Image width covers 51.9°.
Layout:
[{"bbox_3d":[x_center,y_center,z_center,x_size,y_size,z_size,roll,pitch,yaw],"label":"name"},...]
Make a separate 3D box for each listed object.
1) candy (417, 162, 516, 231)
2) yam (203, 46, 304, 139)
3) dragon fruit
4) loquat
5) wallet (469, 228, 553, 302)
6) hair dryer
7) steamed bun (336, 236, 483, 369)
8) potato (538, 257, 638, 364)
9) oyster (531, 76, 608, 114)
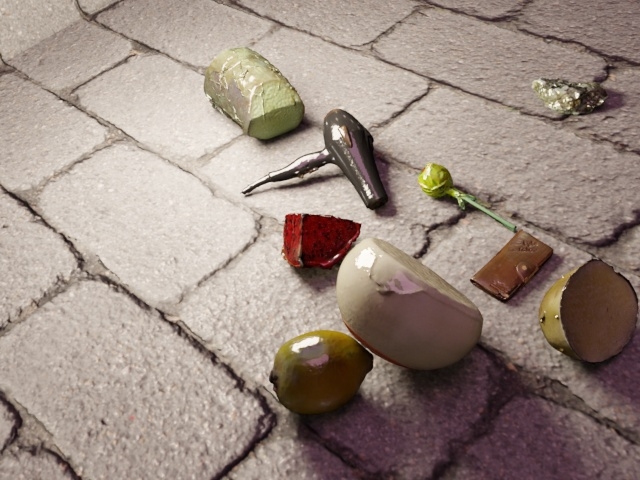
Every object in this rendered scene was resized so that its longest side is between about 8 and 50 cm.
[{"bbox_3d":[0.335,-0.092,1.503,0.262,0.073,0.077,37,81,27],"label":"candy"},{"bbox_3d":[-0.182,-0.396,1.786,0.202,0.201,0.271,-28,56,-14],"label":"yam"},{"bbox_3d":[0.000,0.002,1.468,0.161,0.120,0.127,5,1,-18],"label":"dragon fruit"},{"bbox_3d":[0.002,0.238,1.203,0.195,0.152,0.152,-10,47,-10],"label":"loquat"},{"bbox_3d":[0.403,0.051,1.375,0.176,0.026,0.095,-38,55,-22],"label":"wallet"},{"bbox_3d":[-0.025,-0.154,1.620,0.359,0.120,0.303,-22,62,4],"label":"hair dryer"},{"bbox_3d":[0.148,0.132,1.205,0.283,0.283,0.177,39,101,36],"label":"steamed bun"},{"bbox_3d":[0.480,0.133,1.227,0.202,0.182,0.117,-33,7,-28],"label":"potato"},{"bbox_3d":[0.646,-0.381,1.702,0.177,0.064,0.125,-4,43,4],"label":"oyster"}]
